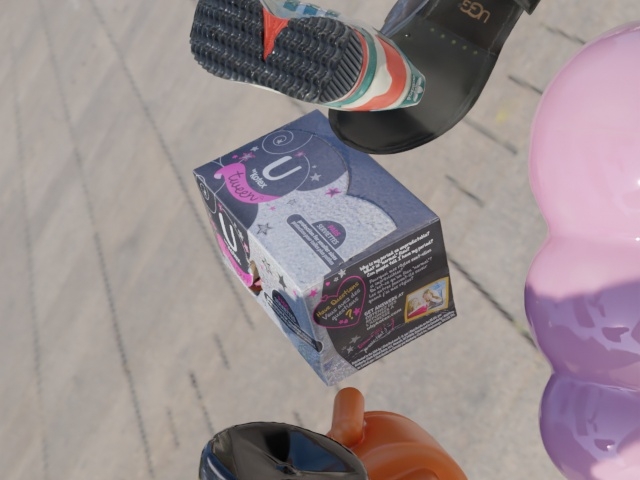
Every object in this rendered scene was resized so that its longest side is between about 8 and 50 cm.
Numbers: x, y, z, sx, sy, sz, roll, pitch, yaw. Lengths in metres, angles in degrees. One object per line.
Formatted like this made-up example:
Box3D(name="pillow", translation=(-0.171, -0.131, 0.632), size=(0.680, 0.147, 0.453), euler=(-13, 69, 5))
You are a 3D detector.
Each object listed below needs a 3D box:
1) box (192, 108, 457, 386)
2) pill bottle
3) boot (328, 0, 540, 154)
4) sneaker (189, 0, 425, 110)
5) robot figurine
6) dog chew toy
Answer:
Box3D(name="box", translation=(0.000, 0.000, 1.367), size=(0.163, 0.142, 0.247), euler=(-27, 41, -15))
Box3D(name="pill bottle", translation=(-0.043, 0.252, 0.963), size=(0.123, 0.123, 0.219), euler=(-120, 39, -65))
Box3D(name="boot", translation=(0.105, -0.209, 1.064), size=(0.263, 0.091, 0.229), euler=(-48, 20, 27))
Box3D(name="sneaker", translation=(-0.008, -0.104, 0.746), size=(0.161, 0.075, 0.057), euler=(28, 102, 47))
Box3D(name="robot figurine", translation=(0.058, 0.217, 1.157), size=(0.128, 0.158, 0.219), euler=(-61, 11, 0))
Box3D(name="dog chew toy", translation=(0.230, 0.024, 0.910), size=(0.206, 0.207, 0.331), euler=(-168, 88, -68))
